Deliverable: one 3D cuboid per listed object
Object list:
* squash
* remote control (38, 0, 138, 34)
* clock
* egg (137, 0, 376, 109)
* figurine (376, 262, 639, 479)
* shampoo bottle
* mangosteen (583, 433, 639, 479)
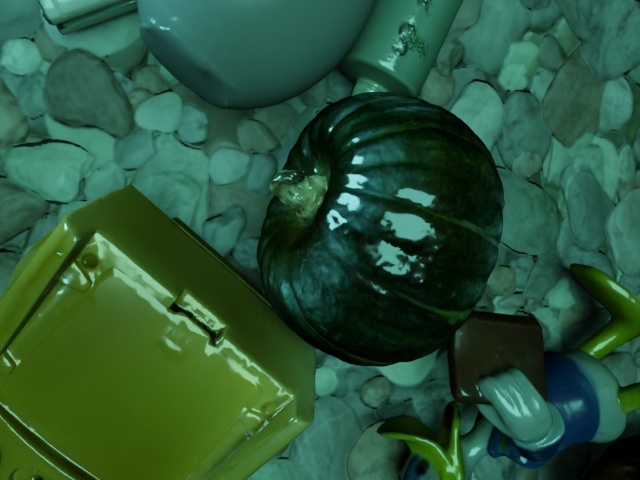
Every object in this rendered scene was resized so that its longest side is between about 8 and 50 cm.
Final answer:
[{"bbox_3d":[0.042,-0.012,0.400,0.172,0.218,0.218,14,92,-5],"label":"squash"},{"bbox_3d":[-0.235,-0.327,0.418,0.102,0.055,0.277,-24,97,-8],"label":"remote control"},{"bbox_3d":[-0.184,0.141,0.405,0.244,0.200,0.317,44,94,-8],"label":"clock"},{"bbox_3d":[-0.038,-0.219,0.401,0.176,0.176,0.232,34,85,-11],"label":"egg"},{"bbox_3d":[0.182,0.175,0.471,0.283,0.204,0.338,33,101,-36],"label":"figurine"},{"bbox_3d":[0.085,-0.220,0.471,0.085,0.085,0.263,25,90,-11],"label":"shampoo bottle"},{"bbox_3d":[0.352,0.284,0.482,0.211,0.211,0.250,-44,134,-5],"label":"mangosteen"}]
